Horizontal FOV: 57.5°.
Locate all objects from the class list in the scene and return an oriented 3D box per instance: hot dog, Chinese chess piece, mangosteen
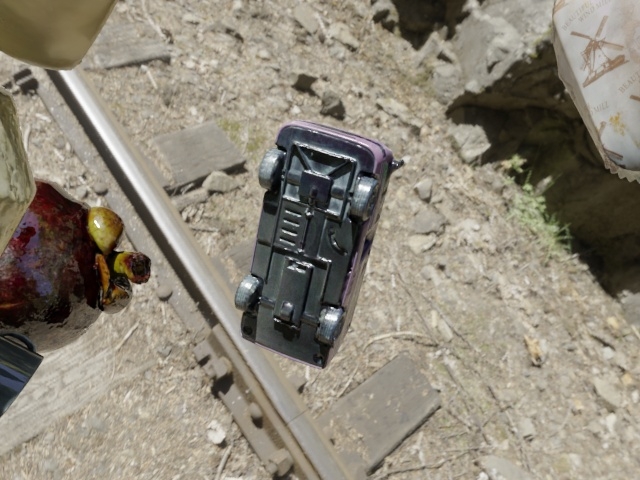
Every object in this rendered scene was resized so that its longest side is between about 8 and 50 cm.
[{"bbox_3d":[0.232,-0.133,0.434,0.059,0.108,0.191,4,65,-27],"label":"hot dog"},{"bbox_3d":[-0.195,-0.270,0.470,0.102,0.273,0.273,27,48,-31],"label":"Chinese chess piece"},{"bbox_3d":[-0.454,0.031,0.939,0.293,0.297,0.297,-38,79,-5],"label":"mangosteen"}]

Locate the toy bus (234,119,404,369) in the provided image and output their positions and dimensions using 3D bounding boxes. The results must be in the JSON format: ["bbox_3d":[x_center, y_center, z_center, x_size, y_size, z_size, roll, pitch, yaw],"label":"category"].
[{"bbox_3d":[0.000,0.000,0.500,0.096,0.199,0.108,19,22,16],"label":"toy bus"}]

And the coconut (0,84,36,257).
[{"bbox_3d":[-0.397,-0.056,0.510,0.259,0.259,0.259,14,53,-20],"label":"coconut"}]

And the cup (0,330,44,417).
[{"bbox_3d":[-0.337,0.126,0.598,0.077,0.078,0.100,39,20,-17],"label":"cup"}]
